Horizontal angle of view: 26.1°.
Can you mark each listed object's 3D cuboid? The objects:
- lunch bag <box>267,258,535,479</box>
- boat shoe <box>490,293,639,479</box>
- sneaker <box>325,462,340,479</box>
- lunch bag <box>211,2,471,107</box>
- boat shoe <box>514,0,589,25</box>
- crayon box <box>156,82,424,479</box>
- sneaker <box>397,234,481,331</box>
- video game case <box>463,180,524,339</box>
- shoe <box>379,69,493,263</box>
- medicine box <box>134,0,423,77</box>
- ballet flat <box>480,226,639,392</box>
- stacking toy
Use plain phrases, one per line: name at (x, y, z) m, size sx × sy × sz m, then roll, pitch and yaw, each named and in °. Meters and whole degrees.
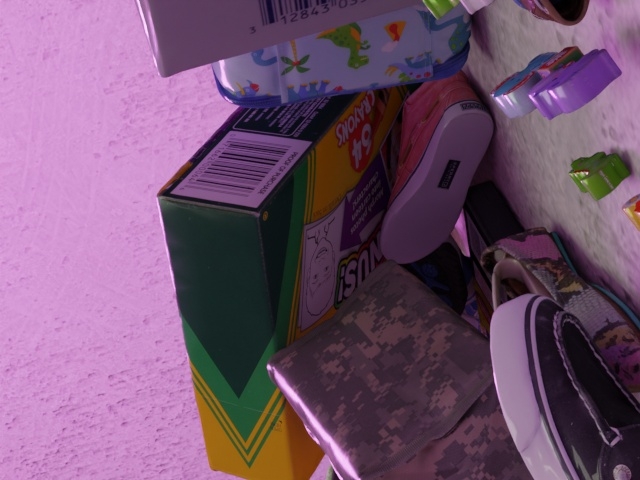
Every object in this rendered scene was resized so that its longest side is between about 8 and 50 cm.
lunch bag at (0.118, 0.190, 1.117) m, size 0.287 × 0.169 × 0.235 m, roll 51°, pitch 177°, yaw -28°
boat shoe at (0.206, 0.157, 0.852) m, size 0.108 × 0.102 × 0.301 m, roll 6°, pitch -124°, yaw -51°
sneaker at (0.170, 0.384, 1.512) m, size 0.185 × 0.202 × 0.483 m, roll 23°, pitch -162°, yaw -43°
lunch bag at (0.008, -0.194, 1.146) m, size 0.176 × 0.219 × 0.090 m, roll -113°, pitch 14°, yaw -49°
boat shoe at (0.122, -0.202, 0.769) m, size 0.183 × 0.066 × 0.066 m, roll 64°, pitch 178°, yaw -39°
crayon box at (0.000, 0.000, 1.306) m, size 0.363 × 0.106 × 0.313 m, roll -52°, pitch -36°, yaw -46°
sneaker at (0.125, 0.040, 1.374) m, size 0.081 × 0.080 × 0.211 m, roll -62°, pitch -22°, yaw -23°
video game case at (0.197, 0.121, 1.223) m, size 0.275 × 0.035 × 0.248 m, roll -114°, pitch 8°, yaw -49°
shoe at (0.097, -0.067, 1.242) m, size 0.081 × 0.064 × 0.178 m, roll -106°, pitch 33°, yaw -49°
medicine box at (-0.039, -0.300, 1.024) m, size 0.149 × 0.264 × 0.289 m, roll 81°, pitch 170°, yaw -57°
ballet flat at (0.170, 0.055, 1.008) m, size 0.221 × 0.079 × 0.076 m, roll -117°, pitch 11°, yaw -63°
stacking toy at (0.129, -0.086, 0.788) m, size 0.167 × 0.052 × 0.221 m, roll 52°, pitch 179°, yaw -8°
